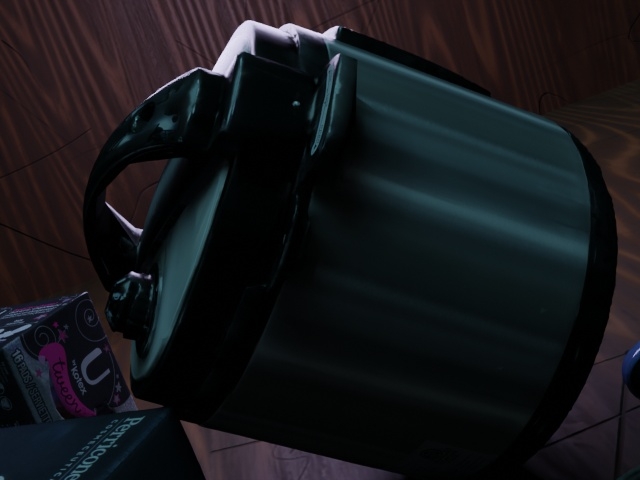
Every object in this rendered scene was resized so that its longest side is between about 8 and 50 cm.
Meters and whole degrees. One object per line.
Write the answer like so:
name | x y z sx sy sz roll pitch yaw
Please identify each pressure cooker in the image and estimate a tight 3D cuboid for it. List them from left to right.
pressure cooker | 0.000 0.005 0.816 0.420 0.370 0.375 16 18 -16

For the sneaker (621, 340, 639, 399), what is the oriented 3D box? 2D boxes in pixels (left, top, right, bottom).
sneaker | 0.382 0.109 0.785 0.232 0.081 0.090 -13 9 19

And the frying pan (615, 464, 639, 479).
frying pan | 0.224 0.221 0.646 0.326 0.053 0.197 -17 14 18

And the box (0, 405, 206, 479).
box | -0.302 0.308 0.693 0.395 0.212 0.293 -12 16 25

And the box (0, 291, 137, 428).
box | -0.307 0.202 1.010 0.163 0.247 0.142 -11 18 30
